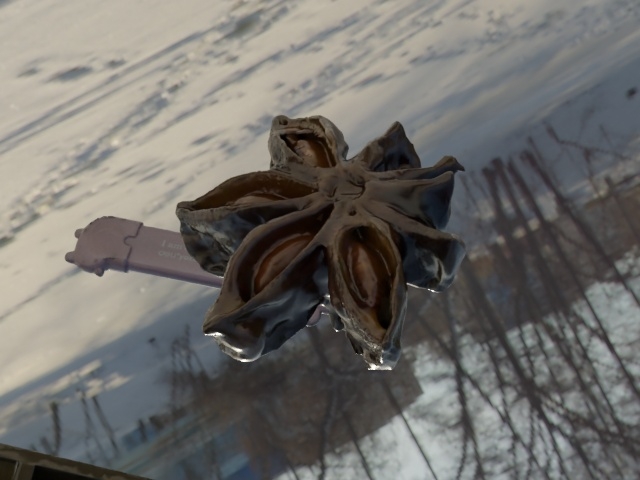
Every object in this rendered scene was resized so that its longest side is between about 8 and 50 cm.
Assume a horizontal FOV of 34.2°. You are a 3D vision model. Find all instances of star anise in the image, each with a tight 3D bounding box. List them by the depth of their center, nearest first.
[{"bbox_3d":[-0.002,0.005,0.699,0.214,0.099,0.220,4,-135,31],"label":"star anise"}]

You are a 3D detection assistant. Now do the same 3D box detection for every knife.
[{"bbox_3d":[-0.128,0.033,1.345,0.038,0.398,0.132,97,6,-53],"label":"knife"}]

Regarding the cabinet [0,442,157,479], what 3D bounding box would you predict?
[{"bbox_3d":[-0.106,0.224,0.524,0.148,0.215,0.175,120,-18,-51],"label":"cabinet"}]
